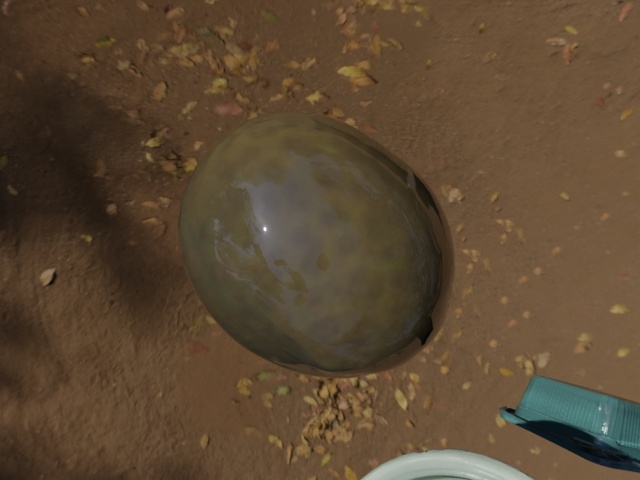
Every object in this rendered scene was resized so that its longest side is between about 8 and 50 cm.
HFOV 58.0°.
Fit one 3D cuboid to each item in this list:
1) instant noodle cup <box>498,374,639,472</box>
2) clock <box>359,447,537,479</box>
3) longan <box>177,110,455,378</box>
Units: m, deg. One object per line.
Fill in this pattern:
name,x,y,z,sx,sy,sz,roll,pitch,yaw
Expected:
instant noodle cup,0.320,0.209,0.667,0.179,0.157,0.070,18,85,-27
clock,0.091,0.259,0.368,0.053,0.236,0.236,27,95,-43
longan,0.000,0.000,0.597,0.243,0.300,0.300,-33,103,27
